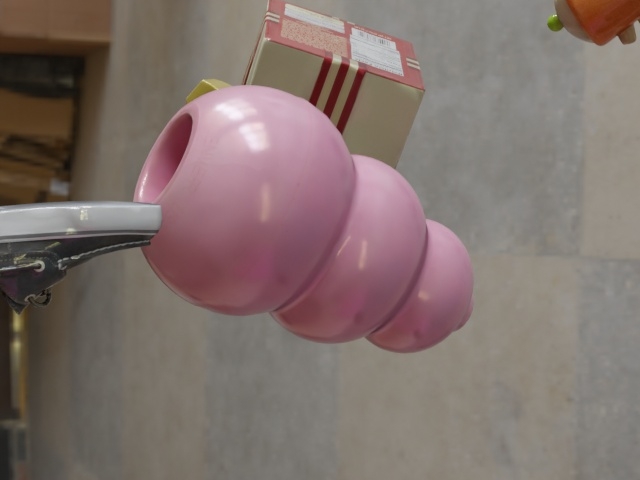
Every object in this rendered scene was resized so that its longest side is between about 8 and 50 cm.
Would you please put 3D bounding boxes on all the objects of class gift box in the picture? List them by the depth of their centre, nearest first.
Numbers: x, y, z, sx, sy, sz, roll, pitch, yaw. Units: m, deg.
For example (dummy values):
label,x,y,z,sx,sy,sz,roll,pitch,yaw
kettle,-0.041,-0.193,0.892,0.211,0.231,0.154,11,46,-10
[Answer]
label,x,y,z,sx,sy,sz,roll,pitch,yaw
gift box,0.001,-0.159,1.765,0.276,0.255,0.258,-81,10,-68

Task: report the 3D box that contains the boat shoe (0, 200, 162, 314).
label,x,y,z,sx,sy,sz,roll,pitch,yaw
boat shoe,-0.222,0.016,0.904,0.080,0.228,0.076,-169,73,-66

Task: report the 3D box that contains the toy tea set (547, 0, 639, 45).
label,x,y,z,sx,sy,sz,roll,pitch,yaw
toy tea set,0.351,-0.168,1.389,0.124,0.200,0.336,-29,61,24

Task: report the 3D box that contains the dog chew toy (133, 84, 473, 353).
label,x,y,z,sx,sy,sz,roll,pitch,yaw
dog chew toy,0.000,0.000,1.171,0.206,0.332,0.207,-44,30,34

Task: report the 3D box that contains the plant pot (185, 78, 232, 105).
label,x,y,z,sx,sy,sz,roll,pitch,yaw
plant pot,-0.174,-0.222,2.130,0.083,0.081,0.081,46,111,7
